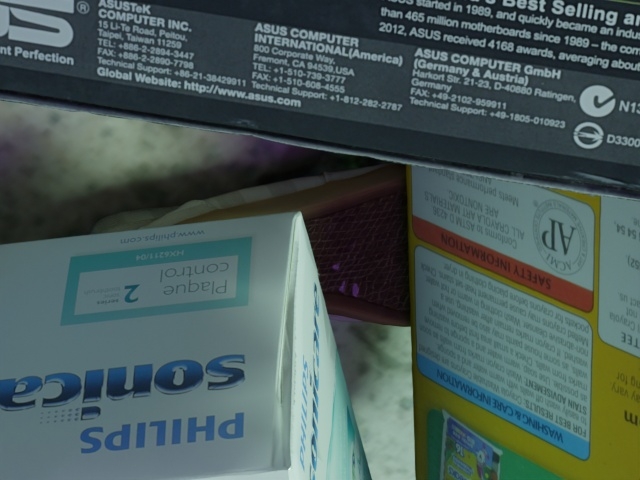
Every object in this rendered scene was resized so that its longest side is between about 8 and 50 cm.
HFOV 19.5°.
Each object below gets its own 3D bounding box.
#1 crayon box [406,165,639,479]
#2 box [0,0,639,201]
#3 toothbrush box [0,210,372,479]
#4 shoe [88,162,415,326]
[{"bbox_3d":[0.128,0.056,0.768,0.083,0.203,0.323,-17,116,-33],"label":"crayon box"},{"bbox_3d":[0.069,-0.167,0.436,0.395,0.097,0.318,9,120,7],"label":"box"},{"bbox_3d":[-0.087,0.139,0.769,0.216,0.126,0.295,-7,138,9],"label":"toothbrush box"},{"bbox_3d":[0.000,0.000,0.823,0.219,0.058,0.076,-6,111,-34],"label":"shoe"}]
